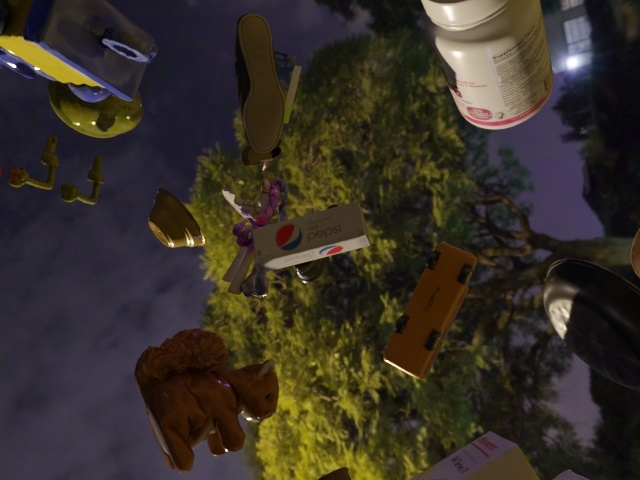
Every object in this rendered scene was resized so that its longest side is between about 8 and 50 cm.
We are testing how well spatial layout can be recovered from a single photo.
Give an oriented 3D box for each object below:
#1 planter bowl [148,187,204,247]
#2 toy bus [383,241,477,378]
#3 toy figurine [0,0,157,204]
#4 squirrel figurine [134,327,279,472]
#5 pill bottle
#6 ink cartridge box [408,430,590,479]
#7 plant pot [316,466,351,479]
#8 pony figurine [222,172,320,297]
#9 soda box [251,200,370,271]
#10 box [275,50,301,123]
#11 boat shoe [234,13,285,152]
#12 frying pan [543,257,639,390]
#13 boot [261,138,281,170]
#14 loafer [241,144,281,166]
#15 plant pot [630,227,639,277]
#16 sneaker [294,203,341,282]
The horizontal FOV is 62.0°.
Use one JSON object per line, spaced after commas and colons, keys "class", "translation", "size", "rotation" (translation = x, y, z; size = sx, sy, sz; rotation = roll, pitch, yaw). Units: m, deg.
{"class": "planter bowl", "translation": [-0.460, -0.045, 1.630], "size": [0.090, 0.217, 0.217], "rotation": [-42, -60, -25]}
{"class": "toy bus", "translation": [0.283, 0.178, 1.343], "size": [0.332, 0.108, 0.130], "rotation": [-64, -27, -2]}
{"class": "toy figurine", "translation": [-0.233, -0.143, 0.488], "size": [0.362, 0.217, 0.191], "rotation": [32, -113, -65]}
{"class": "squirrel figurine", "translation": [-0.316, 0.417, 1.538], "size": [0.370, 0.281, 0.397], "rotation": [-22, -108, -27]}
{"class": "pill bottle", "translation": [0.252, -0.309, 0.806], "size": [0.283, 0.160, 0.160], "rotation": [40, -130, -53]}
{"class": "ink cartridge box", "translation": [0.206, 0.385, 0.766], "size": [0.119, 0.353, 0.207], "rotation": [60, 178, 16]}
{"class": "plant pot", "translation": [0.035, 0.660, 1.263], "size": [0.167, 0.167, 0.165], "rotation": [23, -153, -54]}
{"class": "pony figurine", "translation": [-0.168, -0.023, 1.524], "size": [0.303, 0.351, 0.363], "rotation": [18, -89, -16]}
{"class": "soda box", "translation": [-0.018, -0.006, 1.025], "size": [0.069, 0.216, 0.074], "rotation": [56, -159, -68]}
{"class": "box", "translation": [-0.121, -0.425, 1.470], "size": [0.042, 0.109, 0.178], "rotation": [-12, -58, -59]}
{"class": "boat shoe", "translation": [-0.157, -0.394, 1.349], "size": [0.095, 0.112, 0.335], "rotation": [-136, 40, -69]}
{"class": "frying pan", "translation": [0.386, 0.152, 0.621], "size": [0.326, 0.053, 0.197], "rotation": [49, 169, 23]}
{"class": "boot", "translation": [-0.178, -0.308, 1.905], "size": [0.106, 0.037, 0.114], "rotation": [-53, -4, -12]}
{"class": "loafer", "translation": [-0.161, -0.241, 1.462], "size": [0.148, 0.050, 0.056], "rotation": [-39, -57, -51]}
{"class": "plant pot", "translation": [0.635, 0.056, 0.793], "size": [0.215, 0.215, 0.230], "rotation": [59, -167, -31]}
{"class": "sneaker", "translation": [0.000, 0.000, 1.636], "size": [0.267, 0.101, 0.106], "rotation": [-66, -30, -14]}
